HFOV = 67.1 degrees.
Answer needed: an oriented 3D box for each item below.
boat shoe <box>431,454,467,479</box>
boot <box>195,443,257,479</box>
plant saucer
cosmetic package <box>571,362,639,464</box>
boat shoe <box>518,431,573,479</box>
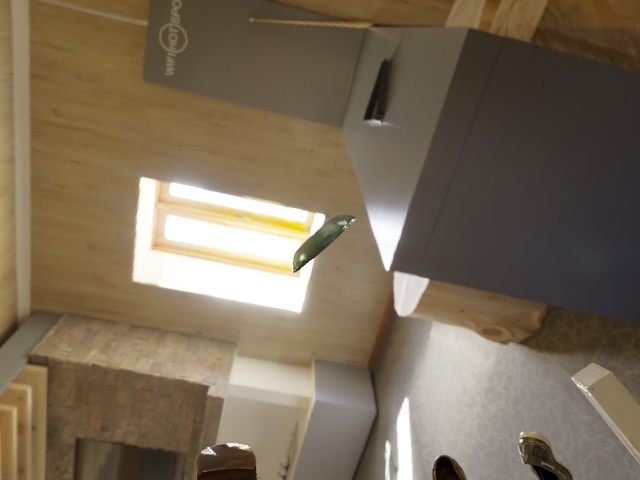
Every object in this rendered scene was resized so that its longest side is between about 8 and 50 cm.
[{"bbox_3d":[0.260,0.534,0.910,0.257,0.095,0.095,-103,-7,-52],"label":"boat shoe"},{"bbox_3d":[-0.089,0.329,0.398,0.283,0.109,0.219,172,97,-79],"label":"boot"},{"bbox_3d":[0.000,0.000,0.680,0.119,0.021,0.119,-42,-4,-4],"label":"plant saucer"},{"bbox_3d":[0.587,0.350,0.904,0.060,0.239,0.099,-38,-10,9],"label":"cosmetic package"},{"bbox_3d":[0.444,0.460,0.955,0.075,0.206,0.065,-13,35,38],"label":"boat shoe"}]
